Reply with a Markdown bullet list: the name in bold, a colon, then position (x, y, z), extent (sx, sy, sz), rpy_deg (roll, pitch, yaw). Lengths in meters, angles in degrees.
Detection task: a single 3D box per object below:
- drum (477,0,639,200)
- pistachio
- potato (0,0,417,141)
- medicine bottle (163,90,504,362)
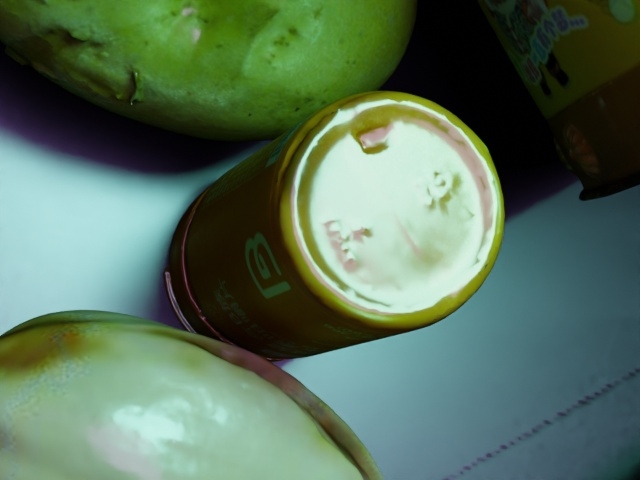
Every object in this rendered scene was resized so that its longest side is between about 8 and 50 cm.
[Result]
- **drum**: position (0.243, -0.207, 0.781), extent (0.431, 0.431, 0.214), rpy_deg (-30, 90, -19)
- **pistachio**: position (-0.058, 0.106, 0.779), extent (0.215, 0.144, 0.144), rpy_deg (25, 75, -24)
- **potato**: position (-0.072, -0.148, 0.809), extent (0.253, 0.148, 0.186), rpy_deg (45, 83, -2)
- **medicine bottle**: position (0.000, 0.000, 0.786), extent (0.096, 0.192, 0.096), rpy_deg (3, 81, -18)
